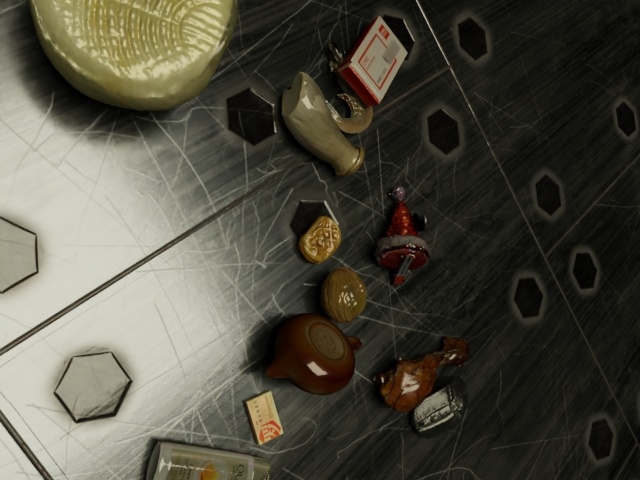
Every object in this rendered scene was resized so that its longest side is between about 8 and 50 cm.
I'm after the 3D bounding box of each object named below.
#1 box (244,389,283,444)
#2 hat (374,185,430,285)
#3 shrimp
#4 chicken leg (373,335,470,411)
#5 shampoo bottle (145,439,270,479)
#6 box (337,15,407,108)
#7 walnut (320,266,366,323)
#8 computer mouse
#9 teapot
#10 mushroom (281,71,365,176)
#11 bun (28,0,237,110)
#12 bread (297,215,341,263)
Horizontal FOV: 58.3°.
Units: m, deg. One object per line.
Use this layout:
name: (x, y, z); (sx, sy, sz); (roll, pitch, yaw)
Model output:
box: (-0.115, 0.359, 1.164); (0.058, 0.015, 0.093); (-17, 92, -34)
hat: (0.194, -0.026, 1.373); (0.140, 0.128, 0.228); (62, 26, -58)
shrimp: (0.042, -0.351, 1.343); (0.152, 0.046, 0.219); (-30, 100, -34)
chicken leg: (0.257, 0.303, 1.368); (0.304, 0.093, 0.113); (-23, 83, -37)
shampoo bottle: (-0.205, 0.435, 1.073); (0.227, 0.056, 0.086); (22, 73, -28)
box: (0.128, -0.426, 1.370); (0.123, 0.050, 0.229); (45, 49, -21)
walnut: (0.048, 0.118, 1.250); (0.105, 0.105, 0.125); (3, 81, -32)
computer mouse: (0.302, 0.402, 1.391); (0.192, 0.062, 0.106); (-28, 98, -33)
teapot: (-0.009, 0.241, 1.194); (0.252, 0.135, 0.178); (1, 52, -50)
mushroom: (-0.004, -0.246, 1.271); (0.247, 0.096, 0.108); (50, 61, -22)
bun: (-0.332, -0.407, 1.024); (0.364, 0.202, 0.365); (2, 86, -26)
bread: (0.000, 0.000, 1.269); (0.111, 0.044, 0.083); (-49, 112, -26)
